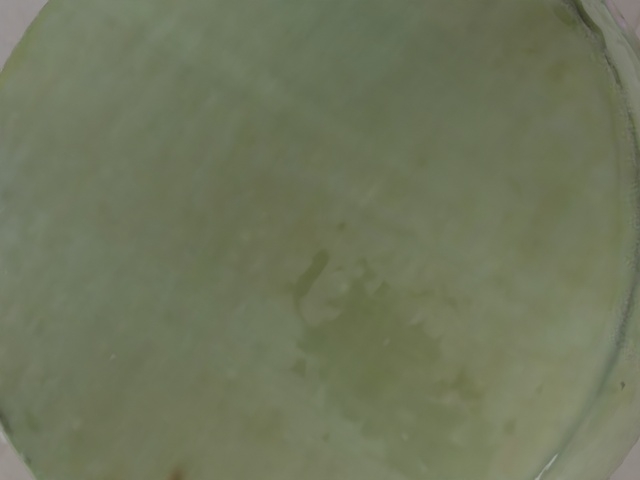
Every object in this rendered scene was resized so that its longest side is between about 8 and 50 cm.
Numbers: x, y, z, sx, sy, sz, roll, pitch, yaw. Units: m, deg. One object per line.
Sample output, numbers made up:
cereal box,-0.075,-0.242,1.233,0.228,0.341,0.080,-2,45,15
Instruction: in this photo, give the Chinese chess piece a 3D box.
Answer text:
Chinese chess piece,0.000,0.000,0.660,0.349,0.146,0.349,-3,81,18
